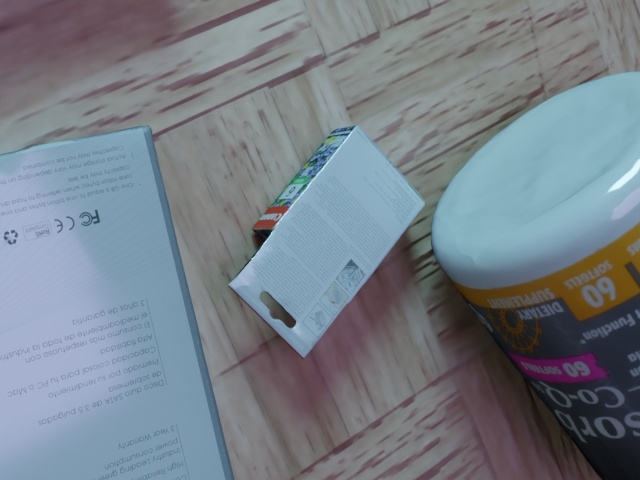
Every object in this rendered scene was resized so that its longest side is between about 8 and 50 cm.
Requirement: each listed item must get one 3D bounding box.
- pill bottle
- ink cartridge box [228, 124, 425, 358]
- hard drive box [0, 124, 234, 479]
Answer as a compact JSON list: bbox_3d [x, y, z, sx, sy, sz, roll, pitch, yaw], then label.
[{"bbox_3d":[0.200,0.055,0.599,0.162,0.162,0.278,-48,111,-22],"label":"pill bottle"},{"bbox_3d":[0.000,0.000,0.560,0.063,0.029,0.115,47,69,-22],"label":"ink cartridge box"},{"bbox_3d":[-0.141,0.084,0.442,0.181,0.089,0.232,-15,97,-29],"label":"hard drive box"}]
